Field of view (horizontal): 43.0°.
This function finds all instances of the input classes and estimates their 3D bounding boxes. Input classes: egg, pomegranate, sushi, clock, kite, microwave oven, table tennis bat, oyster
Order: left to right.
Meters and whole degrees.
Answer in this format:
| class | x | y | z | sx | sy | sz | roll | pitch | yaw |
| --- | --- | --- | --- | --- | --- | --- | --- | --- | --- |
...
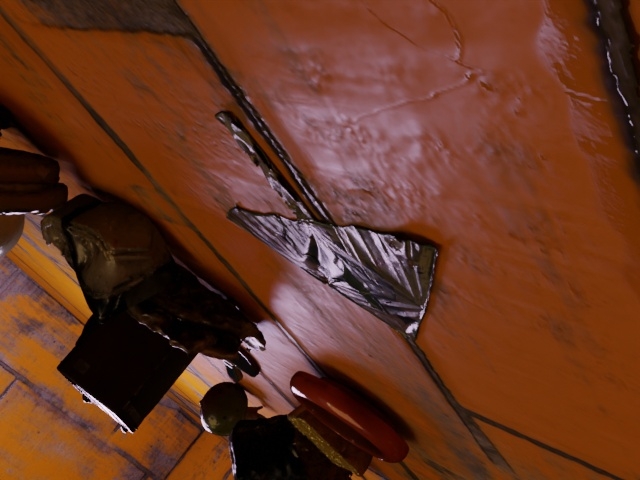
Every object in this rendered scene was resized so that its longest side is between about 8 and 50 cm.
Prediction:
| class | x | y | z | sx | sy | sz | roll | pitch | yaw |
| --- | --- | --- | --- | --- | --- | --- | --- | --- | --- |
| egg | -0.711 | -0.047 | 1.671 | 0.253 | 0.186 | 0.186 | 21 | 156 | 53 |
| sushi | -0.325 | -0.016 | 1.177 | 0.273 | 0.134 | 0.109 | 41 | 154 | 41 |
| microwave oven | -0.396 | 0.244 | 1.697 | 0.188 | 0.247 | 0.178 | 30 | 157 | 18 |
| oyster | -0.203 | 0.099 | 1.212 | 0.271 | 0.100 | 0.275 | 31 | 174 | -9 |
| table tennis bat | -0.182 | 0.229 | 1.614 | 0.154 | 0.021 | 0.274 | 33 | 159 | 15 |
| pomegranate | -0.210 | 0.396 | 1.933 | 0.129 | 0.159 | 0.129 | 170 | 90 | -68 |
| sushi | -0.054 | 0.460 | 1.636 | 0.348 | 0.207 | 0.234 | 64 | -172 | -47 |
| kite | 0.000 | 0.000 | 0.741 | 0.335 | 0.011 | 0.314 | 11 | 147 | 53 |
| clock | 0.043 | 0.260 | 1.213 | 0.205 | 0.051 | 0.205 | 33 | 162 | 12 |

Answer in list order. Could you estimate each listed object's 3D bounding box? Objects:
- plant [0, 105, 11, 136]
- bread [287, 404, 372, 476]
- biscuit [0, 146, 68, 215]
| class | x | y | z | sx | sy | sz | roll | pitch | yaw |
| --- | --- | --- | --- | --- | --- | --- | --- | --- | --- |
| plant | -0.496 | -0.173 | 1.162 | 0.174 | 0.085 | 0.087 | 17 | 129 | 59 |
| bread | 0.016 | 0.344 | 1.448 | 0.187 | 0.065 | 0.103 | 44 | 162 | -23 |
| biscuit | -0.484 | -0.090 | 1.137 | 0.259 | 0.079 | 0.259 | 7 | -172 | -1 |
